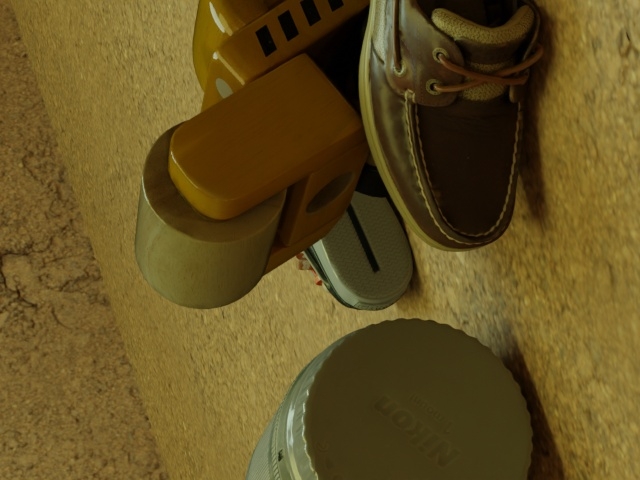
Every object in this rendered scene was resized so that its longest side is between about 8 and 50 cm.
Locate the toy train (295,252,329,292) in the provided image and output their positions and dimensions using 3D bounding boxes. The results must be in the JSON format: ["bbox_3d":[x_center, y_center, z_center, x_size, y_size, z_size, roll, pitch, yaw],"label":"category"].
[{"bbox_3d":[0.000,0.000,1.919,0.166,0.046,0.125,93,156,-45],"label":"toy train"}]

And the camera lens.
[{"bbox_3d":[0.056,0.205,1.590,0.274,0.219,0.219,117,137,-65],"label":"camera lens"}]

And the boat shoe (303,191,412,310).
[{"bbox_3d":[-0.014,-0.081,1.767,0.119,0.121,0.335,146,108,-68],"label":"boat shoe"}]

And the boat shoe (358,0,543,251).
[{"bbox_3d":[0.103,-0.153,1.345,0.123,0.123,0.341,-153,58,-71],"label":"boat shoe"}]

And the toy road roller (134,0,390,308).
[{"bbox_3d":[-0.052,-0.123,1.514,0.240,0.329,0.202,48,156,15],"label":"toy road roller"}]
